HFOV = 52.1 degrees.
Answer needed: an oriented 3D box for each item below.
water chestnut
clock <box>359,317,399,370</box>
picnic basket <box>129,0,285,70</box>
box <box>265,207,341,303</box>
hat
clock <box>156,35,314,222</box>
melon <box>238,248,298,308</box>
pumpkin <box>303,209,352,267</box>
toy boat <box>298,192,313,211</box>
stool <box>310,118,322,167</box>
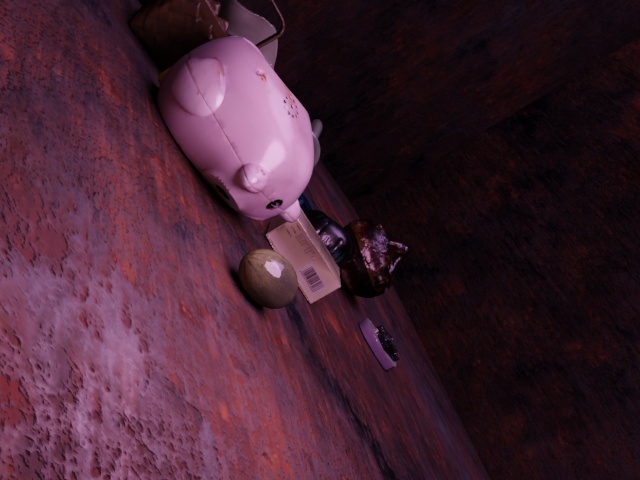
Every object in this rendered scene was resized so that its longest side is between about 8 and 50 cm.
[{"bbox_3d":[0.176,0.054,2.273,0.300,0.300,0.300,57,8,-13],"label":"water chestnut"},{"bbox_3d":[0.205,0.341,2.129,0.198,0.064,0.172,50,11,-44],"label":"clock"},{"bbox_3d":[-0.275,-0.549,1.613,0.254,0.321,0.291,58,9,-30],"label":"picnic basket"},{"bbox_3d":[-0.040,0.030,1.665,0.212,0.095,0.168,58,9,-11],"label":"box"},{"bbox_3d":[-0.249,-0.538,1.849,0.258,0.168,0.301,36,-31,7],"label":"hat"},{"bbox_3d":[-0.153,-0.237,1.401,0.376,0.251,0.368,62,9,22],"label":"clock"},{"bbox_3d":[-0.094,0.068,1.188,0.130,0.098,0.098,56,8,-38],"label":"melon"},{"bbox_3d":[0.000,0.000,1.868,0.202,0.140,0.202,40,-3,2],"label":"pumpkin"},{"bbox_3d":[-0.089,-0.110,1.911,0.061,0.096,0.299,54,1,42],"label":"toy boat"},{"bbox_3d":[-0.098,-0.337,2.219,0.195,0.195,0.198,23,28,-13],"label":"stool"}]
